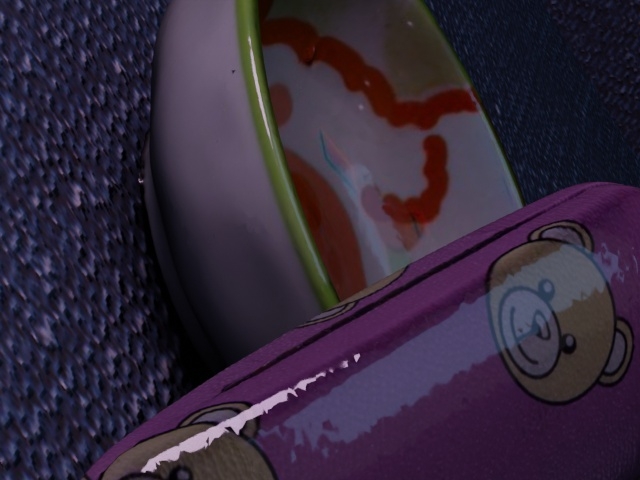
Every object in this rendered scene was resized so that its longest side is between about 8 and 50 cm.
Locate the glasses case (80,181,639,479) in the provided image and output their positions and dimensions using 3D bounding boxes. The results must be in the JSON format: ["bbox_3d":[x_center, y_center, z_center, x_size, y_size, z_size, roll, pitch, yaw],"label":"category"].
[{"bbox_3d":[0.038,0.079,0.695,0.316,0.076,0.123,-27,111,-32],"label":"glasses case"}]

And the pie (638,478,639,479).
[{"bbox_3d":[0.165,0.157,0.934,0.339,0.077,0.339,-176,-90,-90],"label":"pie"}]

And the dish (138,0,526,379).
[{"bbox_3d":[0.000,0.000,0.892,0.324,0.124,0.324,48,29,-39],"label":"dish"}]
